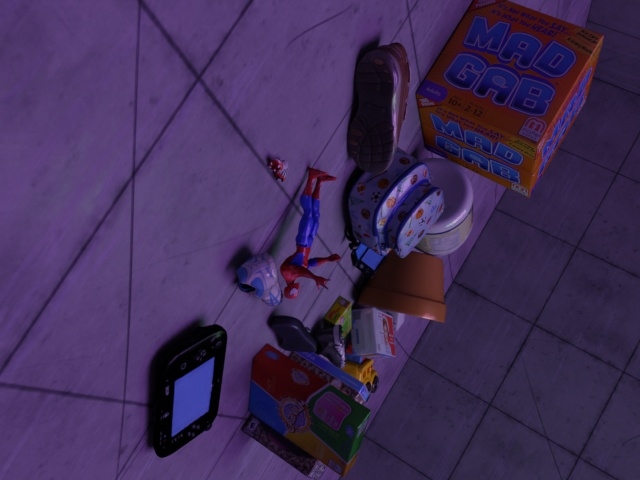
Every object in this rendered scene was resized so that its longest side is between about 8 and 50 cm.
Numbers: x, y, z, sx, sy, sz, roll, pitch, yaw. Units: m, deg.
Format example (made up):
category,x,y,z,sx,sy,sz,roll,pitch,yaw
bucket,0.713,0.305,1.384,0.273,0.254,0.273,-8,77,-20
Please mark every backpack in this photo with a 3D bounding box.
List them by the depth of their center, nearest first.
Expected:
category,x,y,z,sx,sy,sz,roll,pitch,yaw
backpack,0.188,-0.101,1.717,0.277,0.213,0.263,-53,148,-14

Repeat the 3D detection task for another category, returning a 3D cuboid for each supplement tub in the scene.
category,x,y,z,sx,sy,sz,roll,pitch,yaw
supplement tub,0.358,-0.092,2.071,0.235,0.235,0.325,-58,160,-9

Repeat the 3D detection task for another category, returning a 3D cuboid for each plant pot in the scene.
category,x,y,z,sx,sy,sz,roll,pitch,yaw
plant pot,0.285,0.141,2.180,0.291,0.290,0.204,22,80,-70

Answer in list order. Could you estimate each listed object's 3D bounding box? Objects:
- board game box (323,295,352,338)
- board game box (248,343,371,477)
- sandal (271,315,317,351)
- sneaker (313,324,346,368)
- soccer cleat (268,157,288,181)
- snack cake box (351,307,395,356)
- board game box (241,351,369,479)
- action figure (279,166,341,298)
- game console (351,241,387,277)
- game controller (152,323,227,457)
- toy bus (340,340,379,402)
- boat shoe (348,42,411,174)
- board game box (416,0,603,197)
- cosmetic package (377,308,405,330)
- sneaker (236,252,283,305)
category,x,y,z,sx,sy,sz,roll,pitch,yaw
board game box,0.056,0.260,2.084,0.092,0.043,0.181,-51,157,-25
board game box,-0.037,0.435,1.694,0.064,0.316,0.242,-42,152,-41
sandal,-0.061,0.238,1.717,0.254,0.097,0.055,77,19,-62
sneaker,0.024,0.325,2.024,0.234,0.106,0.078,80,8,-56
soccer cleat,-0.077,-0.142,1.262,0.083,0.029,0.036,68,44,-69
snack cake box,0.183,0.325,2.294,0.264,0.089,0.152,33,50,-66
board game box,-0.037,0.486,1.884,0.291,0.232,0.141,-56,159,-15
action figure,0.000,0.000,1.408,0.091,0.139,0.281,15,94,-67
game console,0.154,0.033,1.988,0.122,0.107,0.071,-54,-173,-19
game controller,-0.267,0.309,1.341,0.166,0.067,0.319,-39,150,-46
toy bus,0.130,0.460,2.419,0.220,0.149,0.212,-19,119,-64
boat shoe,0.143,-0.287,1.471,0.116,0.123,0.324,-48,158,-37
board game box,0.527,-0.403,1.886,0.357,0.356,0.356,-58,159,-8
cosmetic package,0.269,0.244,2.496,0.060,0.098,0.239,-51,157,-28
sneaker,-0.127,0.087,1.392,0.086,0.085,0.237,-15,160,-3
